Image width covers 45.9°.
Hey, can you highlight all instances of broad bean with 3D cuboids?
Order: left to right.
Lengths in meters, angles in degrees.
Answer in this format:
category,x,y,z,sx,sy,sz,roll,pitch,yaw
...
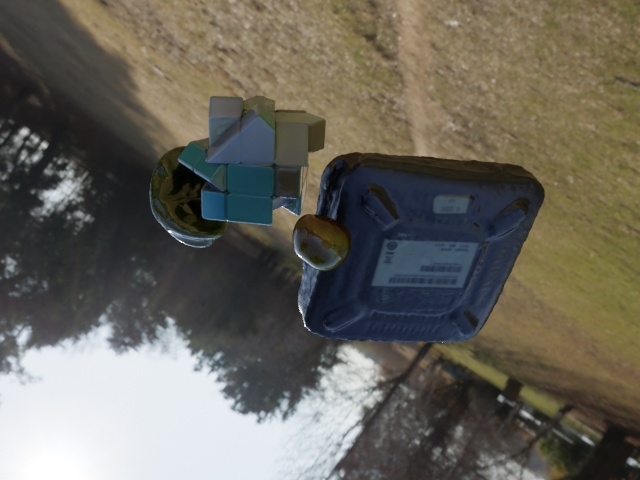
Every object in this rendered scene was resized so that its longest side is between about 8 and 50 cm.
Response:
category,x,y,z,sx,sy,sz,roll,pitch,yaw
broad bean,-0.264,-0.085,1.514,0.072,0.153,0.207,-42,67,55

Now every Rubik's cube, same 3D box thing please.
category,x,y,z,sx,sy,sz,roll,pitch,yaw
Rubik's cube,-0.125,-0.165,1.393,0.265,0.213,0.224,4,-150,2

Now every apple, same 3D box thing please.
category,x,y,z,sx,sy,sz,roll,pitch,yaw
apple,0.000,0.000,1.098,0.089,0.074,0.089,34,-177,-2

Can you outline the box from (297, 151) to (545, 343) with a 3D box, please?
category,x,y,z,sx,sy,sz,roll,pitch,yaw
box,0.155,0.021,1.235,0.359,0.350,0.091,3,-144,-16
